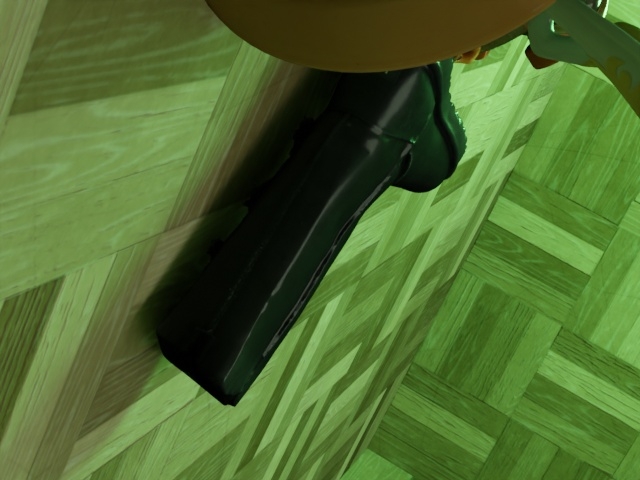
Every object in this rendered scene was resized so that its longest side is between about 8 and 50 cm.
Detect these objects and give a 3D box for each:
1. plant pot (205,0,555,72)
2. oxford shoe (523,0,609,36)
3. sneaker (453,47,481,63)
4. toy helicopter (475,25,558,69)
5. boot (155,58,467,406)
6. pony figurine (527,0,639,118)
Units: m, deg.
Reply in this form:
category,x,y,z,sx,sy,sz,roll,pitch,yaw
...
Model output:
category,x,y,z,sx,sy,sz,roll,pitch,yaw
plant pot,0.019,-0.268,0.650,0.291,0.291,0.203,-57,150,-13
oxford shoe,0.219,-0.374,1.213,0.133,0.130,0.363,71,10,-65
sneaker,0.154,-0.270,1.533,0.084,0.083,0.215,-62,166,14
toy helicopter,0.330,-0.370,1.692,0.355,0.140,0.235,-41,-166,-24
boot,-0.001,-0.001,1.378,0.445,0.146,0.367,-60,160,-14
pony figurine,0.170,-0.311,1.037,0.303,0.363,0.351,-25,131,-48
